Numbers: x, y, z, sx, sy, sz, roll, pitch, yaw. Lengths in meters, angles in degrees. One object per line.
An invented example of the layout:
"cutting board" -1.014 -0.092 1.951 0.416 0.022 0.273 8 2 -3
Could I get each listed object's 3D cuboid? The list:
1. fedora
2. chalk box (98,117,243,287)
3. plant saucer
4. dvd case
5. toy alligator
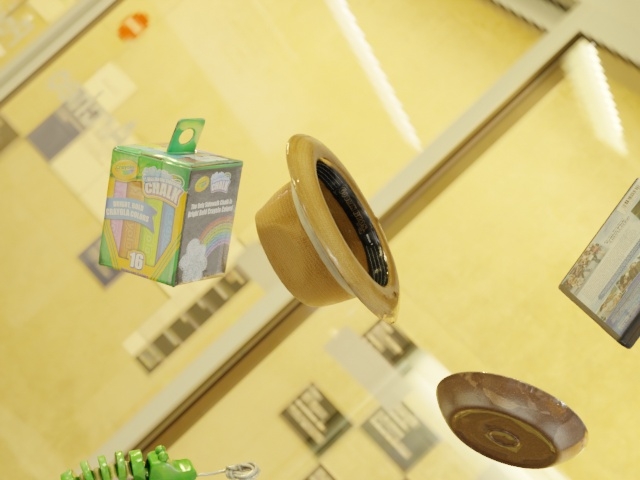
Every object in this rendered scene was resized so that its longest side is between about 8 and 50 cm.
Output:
"fedora" 0.000 0.000 1.075 0.194 0.079 0.194 55 18 -27
"chalk box" -0.197 -0.061 1.621 0.132 0.213 0.132 15 12 26
"plant saucer" 0.231 0.232 1.504 0.199 0.036 0.198 19 -31 12
"dvd case" 0.380 0.021 1.468 0.022 0.180 0.253 33 8 -11
"toy alligator" -0.144 0.191 0.988 0.056 0.190 0.051 -137 -145 -67
